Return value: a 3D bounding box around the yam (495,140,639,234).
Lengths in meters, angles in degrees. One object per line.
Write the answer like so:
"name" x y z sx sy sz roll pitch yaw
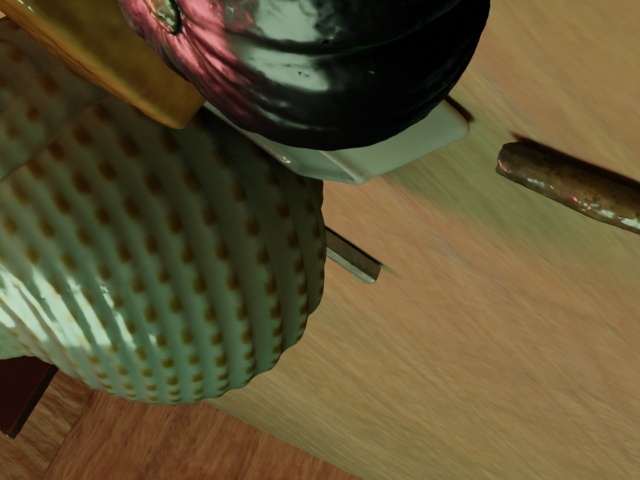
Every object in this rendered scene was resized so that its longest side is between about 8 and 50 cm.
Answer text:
"yam" 0.199 -0.008 1.062 0.234 0.029 0.027 23 -165 27

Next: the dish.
"dish" -0.040 -0.107 1.134 0.234 0.064 0.154 37 168 -26

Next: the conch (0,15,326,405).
"conch" -0.146 -0.040 1.255 0.319 0.215 0.303 2 -132 -44

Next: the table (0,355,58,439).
"table" -0.348 -0.002 1.860 0.250 0.282 0.196 36 167 -33

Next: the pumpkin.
"pumpkin" -0.015 -0.126 0.742 0.194 0.150 0.194 26 158 11

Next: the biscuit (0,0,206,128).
"biscuit" -0.180 -0.173 0.953 0.351 0.057 0.312 45 -177 38

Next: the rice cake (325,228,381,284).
"rice cake" 0.000 0.000 1.640 0.121 0.021 0.022 35 159 -19
